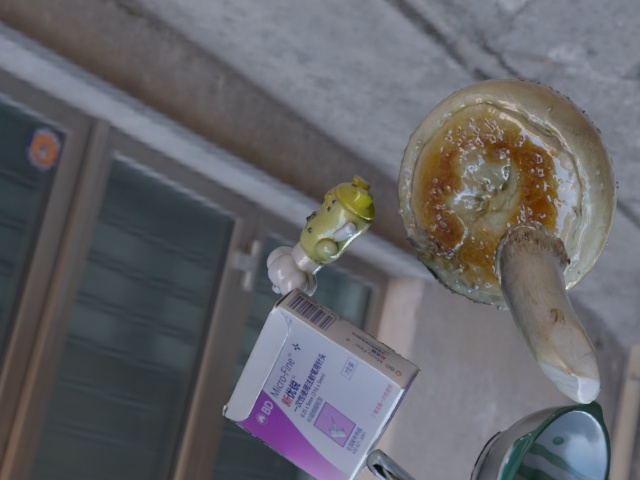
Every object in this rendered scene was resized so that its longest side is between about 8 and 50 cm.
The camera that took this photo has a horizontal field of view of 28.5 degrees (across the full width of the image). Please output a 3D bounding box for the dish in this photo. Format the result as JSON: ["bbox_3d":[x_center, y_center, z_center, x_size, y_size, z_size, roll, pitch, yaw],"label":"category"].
[{"bbox_3d":[0.208,0.268,1.300,0.078,0.246,0.224,17,170,41],"label":"dish"}]

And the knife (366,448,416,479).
[{"bbox_3d":[0.107,0.282,1.389,0.162,0.023,0.044,44,-176,-29],"label":"knife"}]

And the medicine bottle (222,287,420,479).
[{"bbox_3d":[-0.002,0.168,1.388,0.171,0.052,0.201,34,131,9],"label":"medicine bottle"}]

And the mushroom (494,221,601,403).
[{"bbox_3d":[0.208,0.068,1.158,0.071,0.084,0.209,6,-147,-9],"label":"mushroom"}]

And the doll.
[{"bbox_3d":[0.000,0.000,1.421,0.062,0.162,0.106,36,-165,-14],"label":"doll"}]

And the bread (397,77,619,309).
[{"bbox_3d":[0.242,-0.063,1.621,0.306,0.305,0.159,5,-159,30],"label":"bread"}]
